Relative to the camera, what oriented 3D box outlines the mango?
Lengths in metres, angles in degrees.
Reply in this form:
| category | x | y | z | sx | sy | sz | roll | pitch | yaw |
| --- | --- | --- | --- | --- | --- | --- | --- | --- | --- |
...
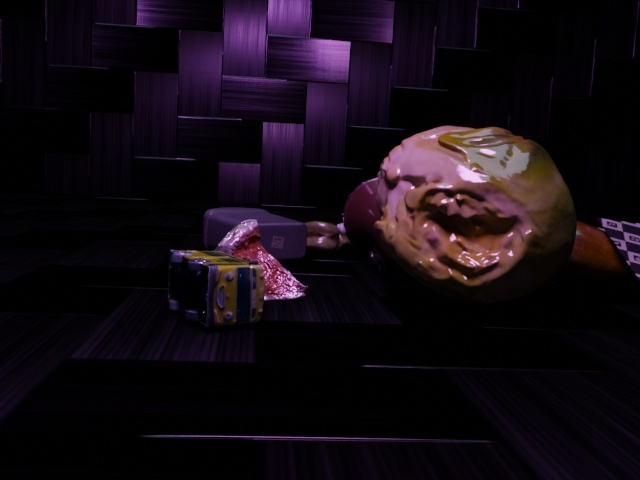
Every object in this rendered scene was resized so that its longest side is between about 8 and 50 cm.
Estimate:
| category | x | y | z | sx | sy | sz | roll | pitch | yaw |
| --- | --- | --- | --- | --- | --- | --- | --- | --- | --- |
| mango | 0.569 | 0.020 | 1.486 | 0.268 | 0.111 | 0.133 | 21 | 8 | 14 |

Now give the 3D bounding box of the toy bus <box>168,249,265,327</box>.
| category | x | y | z | sx | sy | sz | roll | pitch | yaw |
| --- | --- | --- | --- | --- | --- | --- | --- | --- | --- |
| toy bus | -0.145 | 0.061 | 0.936 | 0.101 | 0.088 | 0.175 | 1 | 5 | -29 |

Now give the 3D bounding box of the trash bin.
| category | x | y | z | sx | sy | sz | roll | pitch | yaw |
| --- | --- | --- | --- | --- | --- | --- | --- | --- | --- |
| trash bin | -0.159 | -0.016 | 1.573 | 0.177 | 0.101 | 0.236 | 0 | 9 | -38 |

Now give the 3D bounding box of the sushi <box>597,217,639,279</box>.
| category | x | y | z | sx | sy | sz | roll | pitch | yaw |
| --- | --- | --- | --- | --- | --- | --- | --- | --- | --- |
| sushi | 0.685 | 0.051 | 1.381 | 0.193 | 0.043 | 0.279 | 7 | 31 | -4 |

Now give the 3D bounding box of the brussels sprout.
| category | x | y | z | sx | sy | sz | roll | pitch | yaw |
| --- | --- | --- | --- | --- | --- | --- | --- | --- | --- |
| brussels sprout | 0.258 | -0.052 | 1.144 | 0.344 | 0.268 | 0.344 | 14 | 41 | -13 |

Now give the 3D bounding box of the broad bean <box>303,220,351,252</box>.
| category | x | y | z | sx | sy | sz | roll | pitch | yaw |
| --- | --- | --- | --- | --- | --- | --- | --- | --- | --- |
| broad bean | 0.001 | -0.003 | 1.720 | 0.153 | 0.072 | 0.207 | 6 | -5 | 9 |

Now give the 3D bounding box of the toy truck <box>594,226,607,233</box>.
| category | x | y | z | sx | sy | sz | roll | pitch | yaw |
| --- | --- | --- | --- | --- | --- | --- | --- | --- | --- |
| toy truck | 0.736 | 0.026 | 1.632 | 0.227 | 0.098 | 0.114 | 8 | 4 | 20 |

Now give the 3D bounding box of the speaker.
| category | x | y | z | sx | sy | sz | roll | pitch | yaw |
| --- | --- | --- | --- | --- | --- | --- | --- | --- | --- |
| speaker | 0.200 | -0.038 | 1.437 | 0.259 | 0.198 | 0.329 | -28 | 14 | -4 |

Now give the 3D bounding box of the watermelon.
| category | x | y | z | sx | sy | sz | roll | pitch | yaw |
| --- | --- | --- | --- | --- | --- | --- | --- | --- | --- |
| watermelon | -0.116 | 0.068 | 1.109 | 0.158 | 0.121 | 0.098 | 49 | 39 | 11 |

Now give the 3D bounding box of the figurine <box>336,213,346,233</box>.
| category | x | y | z | sx | sy | sz | roll | pitch | yaw |
| --- | --- | --- | --- | --- | --- | --- | --- | --- | --- |
| figurine | 0.154 | -0.045 | 1.957 | 0.229 | 0.111 | 0.137 | -8 | -4 | 25 |
